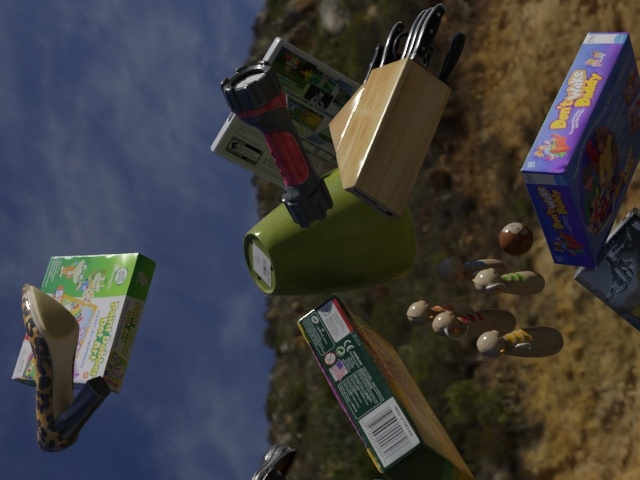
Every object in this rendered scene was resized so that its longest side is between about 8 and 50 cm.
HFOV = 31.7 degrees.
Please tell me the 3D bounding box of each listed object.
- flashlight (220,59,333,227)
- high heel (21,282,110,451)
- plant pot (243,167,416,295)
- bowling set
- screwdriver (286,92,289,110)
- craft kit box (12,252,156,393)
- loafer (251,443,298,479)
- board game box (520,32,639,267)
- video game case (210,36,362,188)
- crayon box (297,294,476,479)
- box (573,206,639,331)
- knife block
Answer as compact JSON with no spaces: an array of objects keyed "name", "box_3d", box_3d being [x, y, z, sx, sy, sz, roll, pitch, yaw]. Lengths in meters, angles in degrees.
[{"name":"flashlight","box_3d":[-0.071,-0.161,1.972,0.304,0.103,0.103,66,173,-29]},{"name":"high heel","box_3d":[-0.466,0.216,1.872,0.093,0.186,0.261,-2,-130,-53]},{"name":"plant pot","box_3d":[0.000,0.000,2.323,0.293,0.274,0.275,-20,-84,-26]},{"name":"bowling set","box_3d":[0.251,0.068,1.784,0.154,0.287,0.200,1,-85,-32]},{"name":"screwdriver","box_3d":[-0.064,-0.237,2.369,0.025,0.024,0.170,38,-139,-48]},{"name":"craft kit box","box_3d":[-0.432,0.149,2.053,0.061,0.246,0.250,37,-121,-49]},{"name":"loafer","box_3d":[-0.105,0.525,2.503,0.062,0.061,0.170,52,-134,-32]},{"name":"board game box","box_3d":[0.471,-0.160,1.954,0.347,0.078,0.233,-59,-41,-31]},{"name":"video game case","box_3d":[-0.044,-0.266,2.612,0.329,0.300,0.036,26,-168,-29]},{"name":"crayon box","box_3d":[0.132,0.318,2.213,0.363,0.106,0.313,59,-170,33]},{"name":"box","box_3d":[0.649,0.074,2.230,0.231,0.183,0.056,40,-157,2]},{"name":"knife block","box_3d":[0.124,-0.196,1.585,0.088,0.242,0.276,31,-154,-24]}]
